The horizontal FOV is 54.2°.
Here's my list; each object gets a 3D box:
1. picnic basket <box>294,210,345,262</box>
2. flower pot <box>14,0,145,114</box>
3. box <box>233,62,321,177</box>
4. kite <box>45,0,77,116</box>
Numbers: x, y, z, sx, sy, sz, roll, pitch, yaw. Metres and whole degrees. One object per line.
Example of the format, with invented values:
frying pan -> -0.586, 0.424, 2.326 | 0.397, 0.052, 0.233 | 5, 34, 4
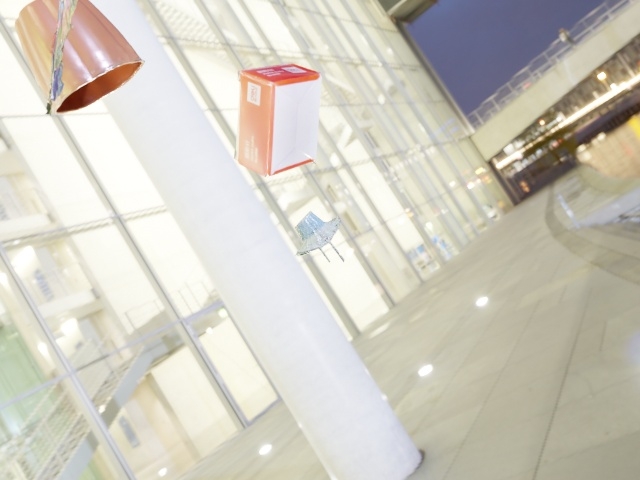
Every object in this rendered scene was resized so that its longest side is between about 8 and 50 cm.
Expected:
picnic basket -> 0.000, 0.000, 0.877 | 0.083, 0.083, 0.065 | -44, 6, -19
flower pot -> -0.448, -0.348, 1.133 | 0.190, 0.173, 0.190 | -31, 12, 7
box -> -0.078, -0.220, 1.138 | 0.133, 0.099, 0.182 | -24, -49, -39
kite -> -0.357, -0.304, 0.876 | 0.016, 0.234, 0.321 | 8, -22, -29
